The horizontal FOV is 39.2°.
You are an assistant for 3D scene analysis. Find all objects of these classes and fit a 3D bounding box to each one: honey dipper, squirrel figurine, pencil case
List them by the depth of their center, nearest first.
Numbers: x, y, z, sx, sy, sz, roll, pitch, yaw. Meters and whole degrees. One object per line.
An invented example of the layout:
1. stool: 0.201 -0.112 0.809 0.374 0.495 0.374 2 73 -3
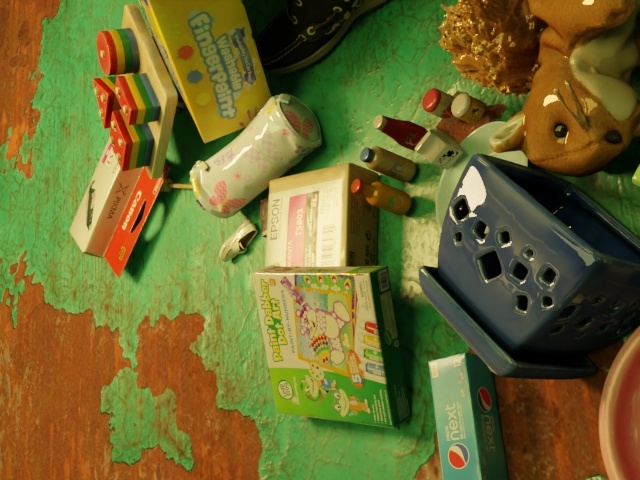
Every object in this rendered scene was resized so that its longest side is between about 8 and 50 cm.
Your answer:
1. squirrel figurine: 0.342 -0.280 1.222 0.397 0.281 0.370 -148 64 -64
2. pencil case: -0.123 -0.156 1.680 0.273 0.113 0.124 -36 93 30
3. honey dipper: -0.294 -0.115 1.888 0.160 0.030 0.030 7 83 45

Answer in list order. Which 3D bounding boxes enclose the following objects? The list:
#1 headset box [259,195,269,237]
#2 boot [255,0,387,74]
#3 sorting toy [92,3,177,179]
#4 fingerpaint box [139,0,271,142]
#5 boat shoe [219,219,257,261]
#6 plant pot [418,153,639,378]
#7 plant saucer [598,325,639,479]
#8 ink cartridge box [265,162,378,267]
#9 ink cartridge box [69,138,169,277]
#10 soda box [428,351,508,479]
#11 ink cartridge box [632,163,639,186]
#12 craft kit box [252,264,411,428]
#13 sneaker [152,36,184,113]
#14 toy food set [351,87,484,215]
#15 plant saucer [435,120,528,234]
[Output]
1. headset box: -0.080 -0.043 1.669 0.062 0.032 0.083 -21 63 37
2. boot: -0.046 -0.456 1.573 0.377 0.284 0.138 -28 61 34
3. sorting toy: -0.388 -0.293 1.815 0.255 0.089 0.257 64 151 26
4. fingerpaint box: -0.257 -0.468 1.641 0.163 0.445 0.371 -23 50 -6
5. boat shoe: -0.156 0.008 1.727 0.100 0.035 0.035 -48 48 15
6. plant pot: 0.282 0.049 1.175 0.236 0.236 0.212 49 118 39
7. plant saucer: 0.491 0.220 1.030 0.332 0.084 0.332 -13 71 41
8. ink cartridge box: 0.000 0.000 1.545 0.193 0.088 0.235 -9 73 40
9. ink cartridge box: -0.450 -0.087 1.983 0.239 0.060 0.275 39 106 54
10. soda box: 0.212 0.271 1.283 0.067 0.071 0.210 -20 66 39
11. ink cartridge box: 0.542 -0.090 1.044 0.273 0.114 0.198 37 105 43
12. craft kit box: 0.014 0.164 1.438 0.246 0.061 0.250 -2 102 43
13. sneaker: -0.365 -0.369 1.987 0.226 0.086 0.163 18 94 45
14. toy food set: 0.143 -0.159 1.423 0.232 0.104 0.111 -51 37 30
15. plant saucer: 0.250 -0.081 1.348 0.195 0.037 0.195 -37 42 43
